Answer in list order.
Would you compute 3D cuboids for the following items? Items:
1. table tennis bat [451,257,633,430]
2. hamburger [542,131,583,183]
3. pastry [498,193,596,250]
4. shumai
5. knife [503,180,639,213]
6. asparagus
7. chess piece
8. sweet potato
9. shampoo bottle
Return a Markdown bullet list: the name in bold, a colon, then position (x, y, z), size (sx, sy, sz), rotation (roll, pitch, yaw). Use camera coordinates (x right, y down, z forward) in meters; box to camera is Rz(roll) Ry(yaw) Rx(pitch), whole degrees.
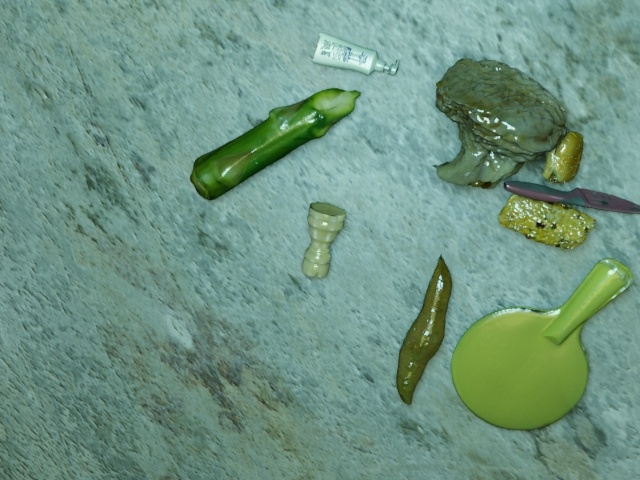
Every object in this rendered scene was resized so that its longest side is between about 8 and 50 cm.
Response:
- **table tennis bat**: position (0.379, 0.173, 1.086), size (0.224, 0.054, 0.369), rotation (36, 111, 1)
- **hamburger**: position (0.381, -0.130, 1.000), size (0.044, 0.076, 0.083), rotation (16, 113, 37)
- **pastry**: position (0.364, -0.032, 1.035), size (0.140, 0.056, 0.080), rotation (28, 99, 9)
- **shumai**: position (0.257, -0.169, 0.989), size (0.206, 0.166, 0.176), rotation (43, 142, 20)
- **knife**: position (0.406, -0.068, 1.013), size (0.247, 0.036, 0.018), rotation (9, 144, -8)
- **asparagus**: position (-0.087, -0.164, 1.072), size (0.342, 0.085, 0.082), rotation (-27, 74, 17)
- **chess piece**: position (0.000, 0.000, 1.107), size (0.066, 0.066, 0.122), rotation (16, 112, 6)
- **sweet potato**: position (0.183, 0.159, 1.111), size (0.067, 0.067, 0.274), rotation (17, 100, 6)
- **shampoo bottle**: position (0.058, -0.294, 1.037), size (0.141, 0.034, 0.049), rotation (18, 99, 5)
